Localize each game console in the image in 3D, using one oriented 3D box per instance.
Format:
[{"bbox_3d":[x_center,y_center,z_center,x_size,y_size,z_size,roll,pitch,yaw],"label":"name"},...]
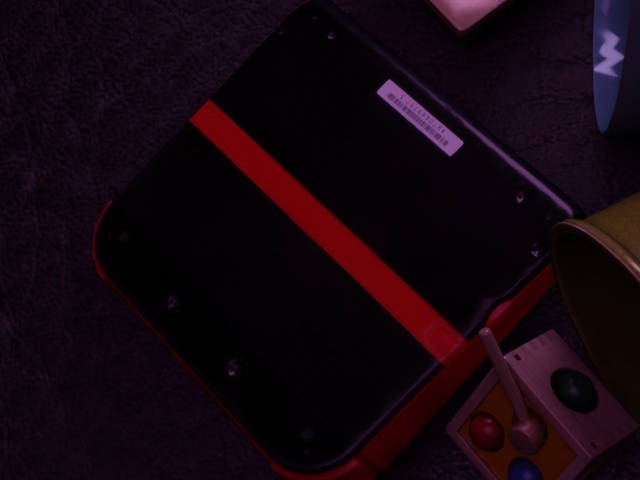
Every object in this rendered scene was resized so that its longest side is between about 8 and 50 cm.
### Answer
[{"bbox_3d":[0.000,0.000,1.396,0.342,0.060,0.386,-46,59,-1],"label":"game console"}]

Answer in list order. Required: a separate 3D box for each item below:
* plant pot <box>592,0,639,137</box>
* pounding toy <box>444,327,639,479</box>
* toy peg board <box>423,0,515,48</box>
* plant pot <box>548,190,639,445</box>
[{"bbox_3d":[0.354,-0.222,1.260,0.235,0.293,0.293,4,80,4],"label":"plant pot"},{"bbox_3d":[0.173,0.144,1.290,0.130,0.100,0.141,49,136,19],"label":"pounding toy"},{"bbox_3d":[0.140,-0.272,1.442,0.160,0.079,0.161,-37,71,-10],"label":"toy peg board"},{"bbox_3d":[0.419,0.056,1.165,0.353,0.366,0.366,-31,72,-4],"label":"plant pot"}]
